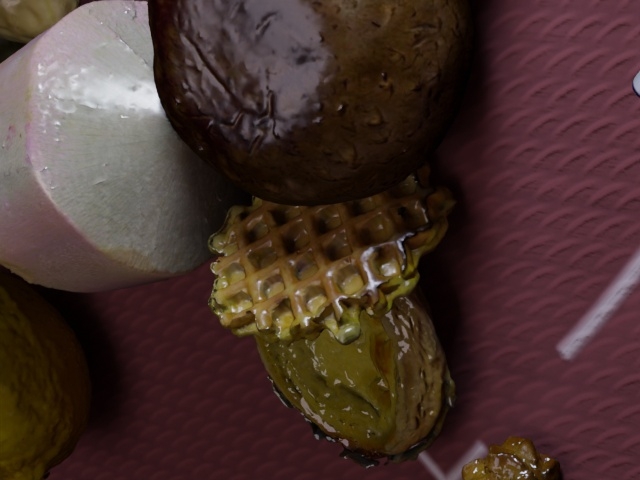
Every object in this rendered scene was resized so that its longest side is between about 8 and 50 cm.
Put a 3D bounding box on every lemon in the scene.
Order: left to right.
[{"bbox_3d":[-0.428,0.169,2.443,0.322,0.268,0.268,53,140,14],"label":"lemon"}]

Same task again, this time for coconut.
[{"bbox_3d":[-0.210,-0.097,2.044,0.309,0.297,0.297,-14,99,53],"label":"coconut"}]

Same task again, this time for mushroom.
[{"bbox_3d":[-0.016,-0.196,1.811,0.345,0.239,0.345,21,140,20],"label":"mushroom"}]

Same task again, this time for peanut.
[{"bbox_3d":[-0.394,-0.329,2.225,0.319,0.147,0.147,40,135,31],"label":"peanut"}]

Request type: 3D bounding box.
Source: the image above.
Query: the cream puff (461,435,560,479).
[{"bbox_3d":[0.190,0.256,1.922,0.116,0.122,0.094,32,158,-23],"label":"cream puff"}]

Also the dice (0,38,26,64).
[{"bbox_3d":[-0.433,-0.127,2.312,0.238,0.227,0.233,56,139,12],"label":"dice"}]

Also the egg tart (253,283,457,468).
[{"bbox_3d":[0.037,0.101,2.018,0.279,0.095,0.279,28,134,33],"label":"egg tart"}]

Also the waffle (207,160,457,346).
[{"bbox_3d":[0.000,0.000,1.907,0.243,0.237,0.059,11,156,33],"label":"waffle"}]

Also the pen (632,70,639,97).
[{"bbox_3d":[0.331,-0.200,1.567,0.033,0.033,0.269,52,140,14],"label":"pen"}]
